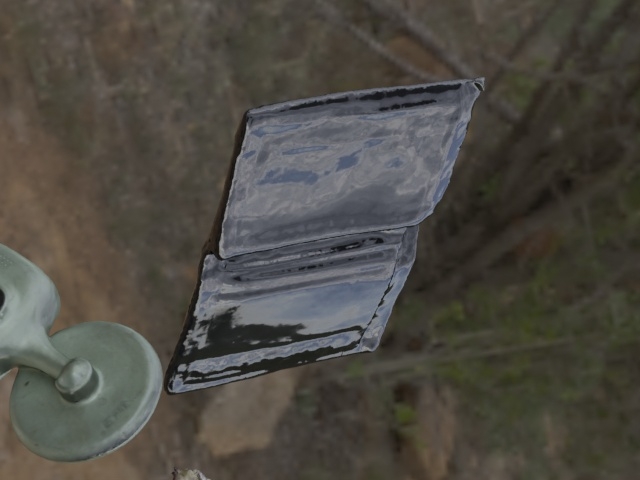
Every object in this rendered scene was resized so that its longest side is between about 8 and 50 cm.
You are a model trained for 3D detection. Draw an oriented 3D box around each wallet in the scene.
[{"bbox_3d":[0.000,0.000,1.455,0.247,0.323,0.041,-12,48,-34],"label":"wallet"}]

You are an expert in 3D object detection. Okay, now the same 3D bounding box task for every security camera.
[{"bbox_3d":[-0.291,0.106,1.671,0.157,0.301,0.080,-48,148,-21],"label":"security camera"}]

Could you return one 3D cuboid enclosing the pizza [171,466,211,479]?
[{"bbox_3d":[-0.082,0.275,1.426,0.185,0.052,0.195,-56,134,-58],"label":"pizza"}]
